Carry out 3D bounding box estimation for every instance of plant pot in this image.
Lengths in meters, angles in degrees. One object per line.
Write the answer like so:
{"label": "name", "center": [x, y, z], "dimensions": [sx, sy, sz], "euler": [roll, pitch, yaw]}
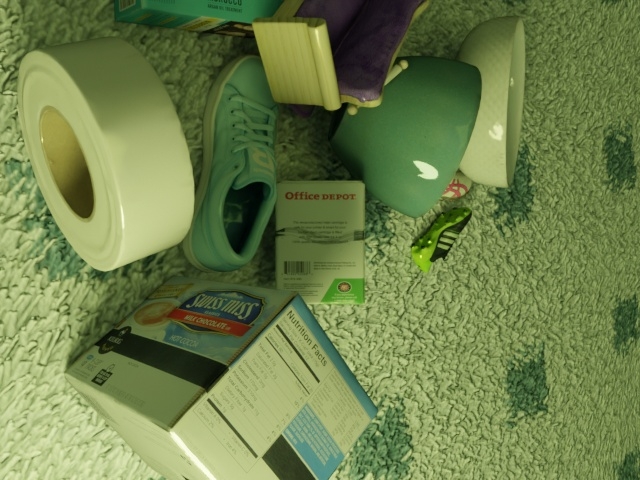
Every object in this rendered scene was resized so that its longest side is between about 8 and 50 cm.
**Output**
{"label": "plant pot", "center": [0.128, -0.207, 1.219], "dimensions": [0.196, 0.290, 0.290], "euler": [19, 79, -11]}

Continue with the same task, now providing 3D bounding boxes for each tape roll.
{"label": "tape roll", "center": [-0.278, -0.109, 0.870], "dimensions": [0.100, 0.286, 0.286], "euler": [-25, 107, -35]}

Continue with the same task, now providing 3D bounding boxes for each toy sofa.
{"label": "toy sofa", "center": [0.051, -0.377, 1.104], "dimensions": [0.150, 0.177, 0.362], "euler": [75, 32, -46]}

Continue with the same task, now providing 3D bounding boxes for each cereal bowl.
{"label": "cereal bowl", "center": [0.329, -0.278, 1.396], "dimensions": [0.339, 0.141, 0.338], "euler": [4, 90, -70]}

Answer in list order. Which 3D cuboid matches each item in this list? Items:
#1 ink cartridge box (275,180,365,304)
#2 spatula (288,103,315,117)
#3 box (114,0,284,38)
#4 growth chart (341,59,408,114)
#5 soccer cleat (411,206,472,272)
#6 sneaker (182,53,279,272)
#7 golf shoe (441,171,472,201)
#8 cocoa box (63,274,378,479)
{"label": "ink cartridge box", "center": [0.000, 0.000, 1.170], "dimensions": [0.153, 0.087, 0.208], "euler": [1, 97, 1]}
{"label": "spatula", "center": [0.016, -0.344, 1.252], "dimensions": [0.084, 0.030, 0.296], "euler": [47, 64, -31]}
{"label": "box", "center": [-0.181, -0.359, 1.050], "dimensions": [0.244, 0.101, 0.060], "euler": [-5, 97, -38]}
{"label": "growth chart", "center": [0.030, -0.303, 1.157], "dimensions": [0.172, 0.237, 0.021], "euler": [-40, 143, -22]}
{"label": "soccer cleat", "center": [0.259, -0.005, 1.451], "dimensions": [0.179, 0.060, 0.072], "euler": [-40, 125, -23]}
{"label": "sneaker", "center": [-0.109, -0.123, 1.086], "dimensions": [0.135, 0.150, 0.365], "euler": [12, 85, -39]}
{"label": "golf shoe", "center": [0.253, -0.125, 1.413], "dimensions": [0.186, 0.067, 0.085], "euler": [-15, 129, -38]}
{"label": "cocoa box", "center": [-0.143, 0.210, 0.949], "dimensions": [0.228, 0.347, 0.231], "euler": [-47, 118, -28]}
